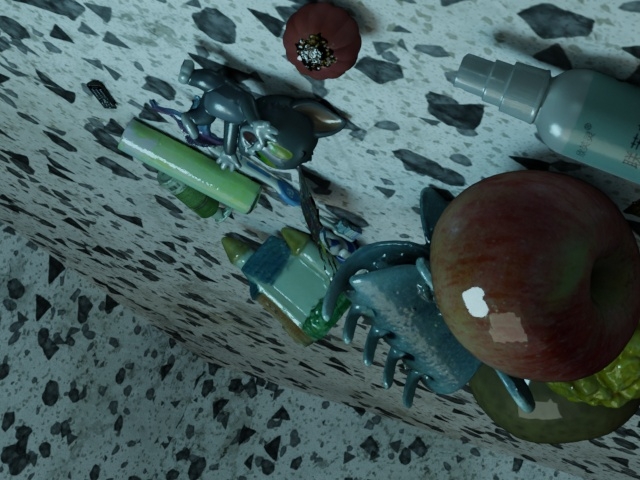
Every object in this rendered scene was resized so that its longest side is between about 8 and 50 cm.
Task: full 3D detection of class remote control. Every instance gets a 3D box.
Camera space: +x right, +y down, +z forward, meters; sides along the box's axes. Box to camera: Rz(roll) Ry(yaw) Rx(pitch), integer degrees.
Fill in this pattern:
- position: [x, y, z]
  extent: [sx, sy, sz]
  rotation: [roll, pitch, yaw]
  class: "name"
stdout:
- position: [-0.425, -0.285, 2.025]
  extent: [0.034, 0.016, 0.091]
  rotation: [3, 158, 13]
  class: "remote control"

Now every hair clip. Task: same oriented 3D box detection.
- position: [0.186, 0.123, 1.796]
  extent: [0.238, 0.392, 0.318]
  rotation: [-31, 117, 26]
  class: "hair clip"

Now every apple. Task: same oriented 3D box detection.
- position: [0.312, 0.053, 1.549]
  extent: [0.269, 0.345, 0.345]
  rotation: [2, 153, 43]
  class: "apple"

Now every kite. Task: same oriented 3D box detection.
- position: [0.000, 0.000, 1.952]
  extent: [0.015, 0.285, 0.152]
  rotation: [-13, 148, -7]
  class: "kite"

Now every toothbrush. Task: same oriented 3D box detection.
- position: [-0.074, -0.097, 2.077]
  extent: [0.386, 0.040, 0.040]
  rotation: [31, 161, -23]
  class: "toothbrush"

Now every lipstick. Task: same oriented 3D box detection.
- position: [-0.264, -0.148, 2.118]
  extent: [0.304, 0.076, 0.076]
  rotation: [26, 163, -9]
  class: "lipstick"

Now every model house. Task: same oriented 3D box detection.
- position: [-0.079, 0.068, 2.402]
  extent: [0.325, 0.194, 0.267]
  rotation: [39, 164, -2]
  class: "model house"

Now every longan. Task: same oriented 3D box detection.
- position: [0.463, 0.267, 2.067]
  extent: [0.350, 0.288, 0.288]
  rotation: [8, 157, 29]
  class: "longan"

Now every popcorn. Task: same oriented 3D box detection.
- position: [0.477, 0.166, 1.761]
  extent: [0.258, 0.224, 0.270]
  rotation: [35, 146, 41]
  class: "popcorn"

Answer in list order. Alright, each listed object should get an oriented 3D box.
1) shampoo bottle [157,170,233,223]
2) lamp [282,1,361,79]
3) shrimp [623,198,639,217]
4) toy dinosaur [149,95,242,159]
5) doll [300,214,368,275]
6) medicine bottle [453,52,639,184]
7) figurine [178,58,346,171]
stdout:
- position: [-0.275, -0.100, 2.299]
  extent: [0.065, 0.065, 0.204]
  rotation: [9, 157, 39]
  class: "shampoo bottle"
- position: [0.002, -0.268, 1.391]
  extent: [0.107, 0.092, 0.107]
  rotation: [10, 126, 14]
  class: "lamp"
- position: [0.469, -0.081, 1.409]
  extent: [0.148, 0.035, 0.195]
  rotation: [32, 154, -31]
  class: "shrimp"
- position: [-0.219, -0.210, 1.867]
  extent: [0.197, 0.080, 0.045]
  rotation: [30, 159, -19]
  class: "toy dinosaur"
- position: [0.045, 0.015, 2.222]
  extent: [0.114, 0.057, 0.227]
  rotation: [42, -179, 44]
  class: "doll"
- position: [0.335, -0.149, 1.269]
  extent: [0.352, 0.110, 0.110]
  rotation: [22, 163, 7]
  class: "medicine bottle"
- position: [-0.122, -0.197, 1.694]
  extent: [0.265, 0.140, 0.193]
  rotation: [38, 138, -5]
  class: "figurine"
